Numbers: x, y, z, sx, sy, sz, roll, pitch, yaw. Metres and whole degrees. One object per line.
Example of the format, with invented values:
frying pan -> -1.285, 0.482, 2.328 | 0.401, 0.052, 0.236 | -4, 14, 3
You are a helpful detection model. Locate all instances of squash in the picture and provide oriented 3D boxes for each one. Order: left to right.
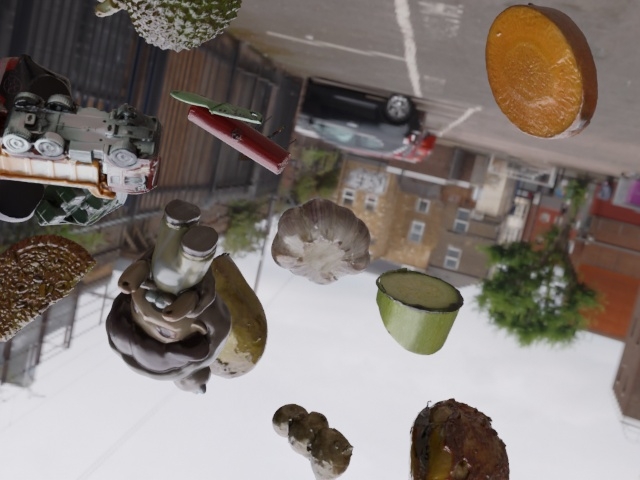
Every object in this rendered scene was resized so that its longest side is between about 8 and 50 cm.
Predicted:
squash -> 0.232, 0.161, 1.873 | 0.220, 0.133, 0.220 | 11, -150, -7

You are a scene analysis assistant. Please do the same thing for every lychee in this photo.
lychee -> -0.333, -0.560, 1.680 | 0.319, 0.270, 0.270 | 3, -168, -24

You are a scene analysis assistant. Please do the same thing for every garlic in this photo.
garlic -> 0.000, 0.000, 1.216 | 0.159, 0.147, 0.102 | -1, -146, -3

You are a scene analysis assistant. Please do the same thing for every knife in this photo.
knife -> -0.250, -0.315, 1.788 | 0.293, 0.020, 0.043 | 20, -131, 28

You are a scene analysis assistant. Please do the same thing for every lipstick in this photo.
lipstick -> -0.205, -0.265, 1.903 | 0.279, 0.073, 0.073 | 33, -168, 8

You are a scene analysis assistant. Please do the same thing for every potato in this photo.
potato -> -0.228, 0.182, 1.696 | 0.229, 0.266, 0.229 | -31, -179, 1

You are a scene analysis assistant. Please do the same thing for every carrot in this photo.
carrot -> 0.460, -0.344, 1.567 | 0.100, 0.258, 0.307 | -16, -125, -21

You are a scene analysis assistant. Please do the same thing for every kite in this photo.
kite -> -0.157, -0.261, 2.024 | 0.183, 0.160, 0.010 | 48, 173, 46

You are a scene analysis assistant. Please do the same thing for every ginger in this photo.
ginger -> -0.021, 0.367, 1.415 | 0.080, 0.104, 0.204 | 7, -163, -39

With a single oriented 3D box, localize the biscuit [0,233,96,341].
biscuit -> -0.478, 0.063, 1.247 | 0.126, 0.206, 0.025 | 49, 178, 6

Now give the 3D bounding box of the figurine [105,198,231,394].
figurine -> -0.259, 0.100, 1.340 | 0.248, 0.381, 0.203 | 34, -135, 14

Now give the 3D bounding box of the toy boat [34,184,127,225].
toy boat -> -0.527, -0.091, 1.746 | 0.092, 0.141, 0.319 | 49, -170, 5

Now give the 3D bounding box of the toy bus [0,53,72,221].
toy bus -> -0.579, -0.192, 1.439 | 0.147, 0.303, 0.127 | 15, 176, 38

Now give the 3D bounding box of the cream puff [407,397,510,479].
cream puff -> 0.212, 0.364, 1.181 | 0.163, 0.240, 0.240 | -5, -177, 17

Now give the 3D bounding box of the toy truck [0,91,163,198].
toy truck -> -0.384, -0.142, 1.176 | 0.270, 0.114, 0.135 | 6, 145, -10
